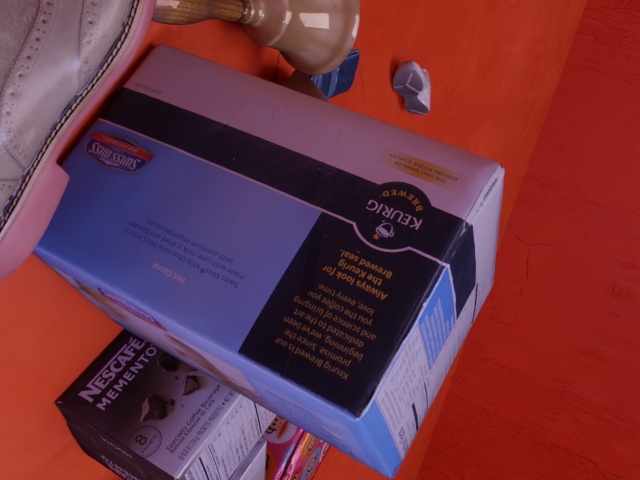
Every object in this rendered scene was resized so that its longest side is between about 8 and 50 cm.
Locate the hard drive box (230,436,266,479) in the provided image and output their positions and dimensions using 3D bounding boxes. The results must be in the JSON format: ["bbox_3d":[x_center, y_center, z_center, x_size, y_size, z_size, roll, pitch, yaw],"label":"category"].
[{"bbox_3d":[-0.159,0.354,0.975,0.181,0.089,0.232,-52,165,-28],"label":"hard drive box"}]

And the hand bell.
[{"bbox_3d":[-0.084,-0.222,0.689,0.242,0.126,0.126,-16,126,-47],"label":"hand bell"}]

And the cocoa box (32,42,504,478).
[{"bbox_3d":[-0.043,0.018,0.652,0.228,0.347,0.231,-58,156,-19],"label":"cocoa box"}]

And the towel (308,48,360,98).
[{"bbox_3d":[0.011,-0.220,0.957,0.119,0.029,0.067,-34,141,-53],"label":"towel"}]

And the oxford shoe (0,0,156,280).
[{"bbox_3d":[-0.204,-0.137,0.455,0.130,0.123,0.348,18,93,-60],"label":"oxford shoe"}]

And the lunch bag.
[{"bbox_3d":[-0.069,0.380,1.240,0.293,0.120,0.258,-61,160,-11],"label":"lunch bag"}]

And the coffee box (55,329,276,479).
[{"bbox_3d":[-0.124,0.140,0.820,0.297,0.168,0.119,-50,151,-33],"label":"coffee box"}]

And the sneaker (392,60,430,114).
[{"bbox_3d":[0.158,-0.271,1.214,0.152,0.054,0.061,47,53,-68],"label":"sneaker"}]

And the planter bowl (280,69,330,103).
[{"bbox_3d":[-0.018,-0.109,0.860,0.109,0.162,0.162,-38,156,4],"label":"planter bowl"}]
